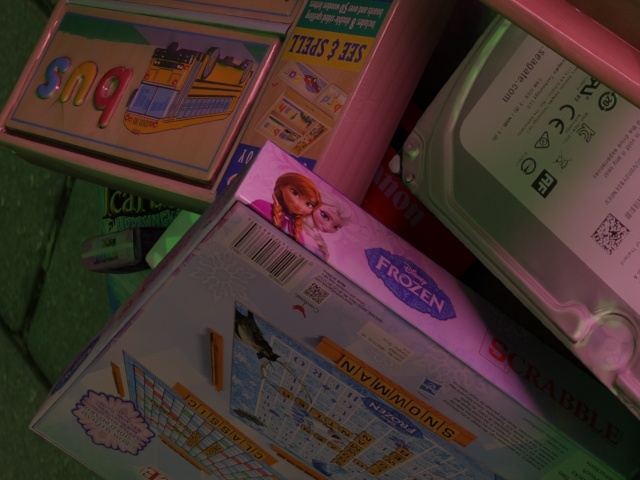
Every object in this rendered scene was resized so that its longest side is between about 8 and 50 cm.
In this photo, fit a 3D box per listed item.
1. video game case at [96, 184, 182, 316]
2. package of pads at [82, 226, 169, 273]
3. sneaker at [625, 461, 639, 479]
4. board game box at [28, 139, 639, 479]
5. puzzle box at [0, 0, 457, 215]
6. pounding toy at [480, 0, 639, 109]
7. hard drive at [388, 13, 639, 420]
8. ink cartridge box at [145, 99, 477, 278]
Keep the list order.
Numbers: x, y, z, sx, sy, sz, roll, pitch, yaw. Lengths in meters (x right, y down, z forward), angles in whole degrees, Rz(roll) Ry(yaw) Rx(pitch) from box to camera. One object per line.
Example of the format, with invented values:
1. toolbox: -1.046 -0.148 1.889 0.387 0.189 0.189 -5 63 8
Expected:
1. video game case: -0.087 0.019 1.401 0.269 0.061 0.244 -5 90 50
2. package of pads: -0.156 0.008 1.392 0.083 0.050 0.032 -12 80 50
3. sneaker: 0.186 0.232 0.943 0.112 0.319 0.131 40 166 -8
4. board game box: 0.002 0.126 1.159 0.319 0.066 0.318 37 133 -10
5. puzzle box: -0.077 -0.155 1.278 0.409 0.052 0.272 15 78 48
6. pounding toy: 0.204 -0.151 0.814 0.206 0.094 0.181 34 135 3
7. hard drive: 0.214 -0.033 0.981 0.237 0.064 0.339 -53 54 16
8. ink cartridge box: 0.000 0.000 1.235 0.189 0.066 0.232 49 120 19
